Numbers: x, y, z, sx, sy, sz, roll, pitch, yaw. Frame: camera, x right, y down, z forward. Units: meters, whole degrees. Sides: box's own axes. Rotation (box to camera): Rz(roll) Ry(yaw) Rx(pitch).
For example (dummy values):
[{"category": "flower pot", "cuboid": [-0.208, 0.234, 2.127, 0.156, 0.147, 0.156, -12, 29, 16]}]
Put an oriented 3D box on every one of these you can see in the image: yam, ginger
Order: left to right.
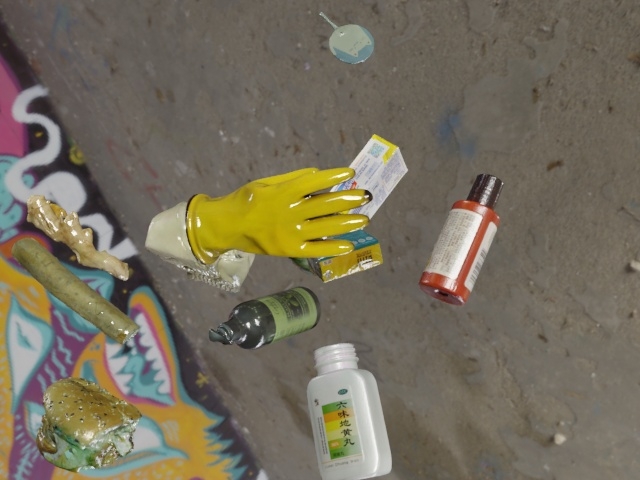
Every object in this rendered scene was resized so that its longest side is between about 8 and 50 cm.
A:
[{"category": "yam", "cuboid": [-0.601, 0.124, 1.469, 0.372, 0.083, 0.083, 36, 145, 11]}, {"category": "ginger", "cuboid": [-0.556, -0.006, 1.384, 0.288, 0.089, 0.075, 35, 171, 2]}]

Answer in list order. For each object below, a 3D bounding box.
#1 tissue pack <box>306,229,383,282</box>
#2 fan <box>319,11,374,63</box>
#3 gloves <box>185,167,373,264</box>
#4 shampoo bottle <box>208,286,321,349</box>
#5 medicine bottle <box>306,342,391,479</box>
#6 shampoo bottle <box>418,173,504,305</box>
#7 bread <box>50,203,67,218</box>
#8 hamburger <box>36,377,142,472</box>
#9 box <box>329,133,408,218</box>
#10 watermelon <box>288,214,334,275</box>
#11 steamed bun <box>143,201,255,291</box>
[{"category": "tissue pack", "cuboid": [0.057, 0.038, 1.532, 0.120, 0.169, 0.082, -142, 40, -61]}, {"category": "fan", "cuboid": [0.058, -0.514, 1.513, 0.175, 0.113, 0.005, 47, 167, 9]}, {"category": "gloves", "cuboid": [-0.059, -0.036, 0.967, 0.295, 0.116, 0.133, -8, 105, 16]}, {"category": "shampoo bottle", "cuboid": [-0.116, 0.167, 1.249, 0.101, 0.284, 0.101, 6, 100, 36]}, {"category": "medicine bottle", "cuboid": [0.062, 0.426, 1.505, 0.179, 0.124, 0.324, -23, 63, 30]}, {"category": "shampoo bottle", "cuboid": [0.303, -0.010, 1.249, 0.104, 0.278, 0.104, 25, 167, 6]}, {"category": "bread", "cuboid": [-0.679, -0.055, 1.537, 0.083, 0.046, 0.080, -15, 91, 39]}, {"category": "hamburger", "cuboid": [-0.579, 0.448, 1.450, 0.288, 0.192, 0.167, 21, 99, 22]}, {"category": "box", "cuboid": [0.141, -0.169, 1.847, 0.097, 0.265, 0.168, 36, 177, 25]}, {"category": "watermelon", "cuboid": [-0.004, 0.000, 2.022, 0.242, 0.242, 0.242, 30, 142, 26]}, {"category": "steamed bun", "cuboid": [-0.316, 0.002, 1.698, 0.275, 0.206, 0.320, 13, 163, 27]}]
